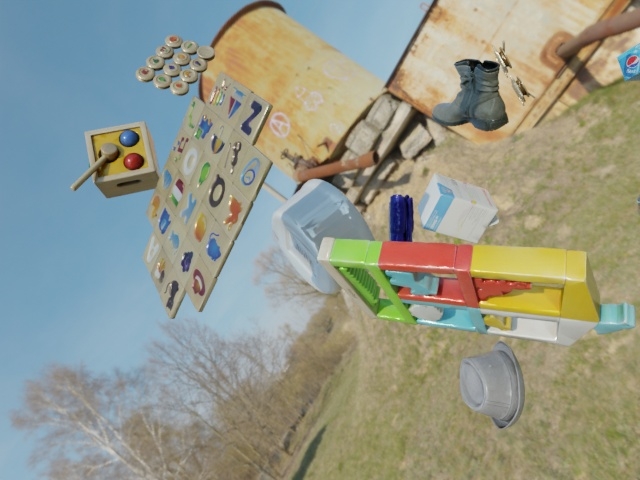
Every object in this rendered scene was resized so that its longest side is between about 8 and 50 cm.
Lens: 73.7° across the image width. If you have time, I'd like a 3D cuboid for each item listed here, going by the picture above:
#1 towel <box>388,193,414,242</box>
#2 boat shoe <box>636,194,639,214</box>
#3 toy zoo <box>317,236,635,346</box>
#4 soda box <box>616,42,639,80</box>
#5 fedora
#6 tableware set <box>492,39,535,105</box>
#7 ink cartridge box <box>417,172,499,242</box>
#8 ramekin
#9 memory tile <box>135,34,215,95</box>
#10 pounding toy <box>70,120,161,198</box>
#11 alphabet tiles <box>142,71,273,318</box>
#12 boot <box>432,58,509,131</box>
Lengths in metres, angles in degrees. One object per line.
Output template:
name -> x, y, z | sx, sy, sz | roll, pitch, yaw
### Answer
towel -> 0.242, 0.024, 1.272 | 0.227, 0.076, 0.309 | 1, -91, -81
boat shoe -> 0.935, -0.119, 1.178 | 0.116, 0.099, 0.319 | -19, -16, 27
toy zoo -> 0.164, 0.060, 0.466 | 0.192, 0.292, 0.030 | 50, -130, -51
soda box -> 0.838, -0.440, 1.043 | 0.209, 0.067, 0.071 | -10, -9, -19
fedora -> 0.500, 0.428, 1.295 | 0.275, 0.124, 0.244 | -84, 2, -68
tableware set -> 0.595, -0.516, 1.313 | 0.039, 0.194, 0.128 | -29, -8, 26
ink cartridge box -> 0.293, -0.065, 0.900 | 0.092, 0.143, 0.090 | -84, 12, -54
ramekin -> 0.000, 0.000, 1.060 | 0.135, 0.277, 0.277 | -36, -15, -19
memory tile -> -0.292, -0.360, 0.870 | 0.012, 0.113, 0.148 | 110, -177, -62
pounding toy -> -0.385, -0.146, 0.804 | 0.141, 0.130, 0.100 | -14, -15, -13
alphabet tiles -> -0.185, -0.071, 0.643 | 0.011, 0.285, 0.343 | 14, -69, -43
boot -> 0.356, -0.366, 1.046 | 0.083, 0.161, 0.246 | -31, 30, -13
